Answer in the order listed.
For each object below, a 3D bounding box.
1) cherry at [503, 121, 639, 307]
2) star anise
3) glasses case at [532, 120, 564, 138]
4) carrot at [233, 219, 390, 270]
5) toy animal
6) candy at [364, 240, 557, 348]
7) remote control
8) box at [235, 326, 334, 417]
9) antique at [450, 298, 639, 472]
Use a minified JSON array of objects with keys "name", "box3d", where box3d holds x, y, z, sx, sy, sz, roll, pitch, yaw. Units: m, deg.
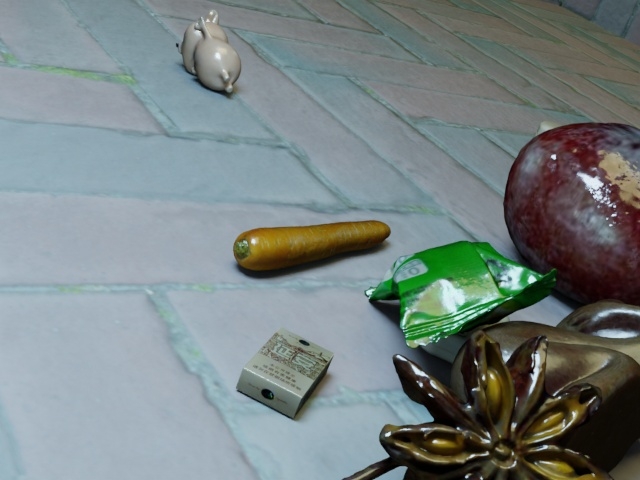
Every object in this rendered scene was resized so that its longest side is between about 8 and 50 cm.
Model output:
[{"name":"cherry","box3d":[0.343,-0.025,1.101,0.230,0.203,0.300,10,34,-40]},{"name":"star anise","box3d":[0.089,0.136,0.639,0.234,0.177,0.073,19,-16,-9]},{"name":"glasses case","box3d":[0.478,-0.157,1.665,0.196,0.050,0.083,22,22,3]},{"name":"carrot","box3d":[0.000,0.000,0.970,0.043,0.043,0.248,37,27,31]},{"name":"toy animal","box3d":[-0.159,-0.268,1.358,0.089,0.083,0.150,19,32,-37]},{"name":"candy","box3d":[0.125,0.037,0.854,0.141,0.078,0.203,-3,6,-7]},{"name":"remote control","box3d":[0.141,0.088,0.909,0.074,0.032,0.122,26,25,15]},{"name":"box","box3d":[-0.027,0.105,0.750,0.053,0.024,0.083,25,26,9]},{"name":"antique","box3d":[0.220,0.121,0.811,0.257,0.121,0.143,-14,32,-41]}]
